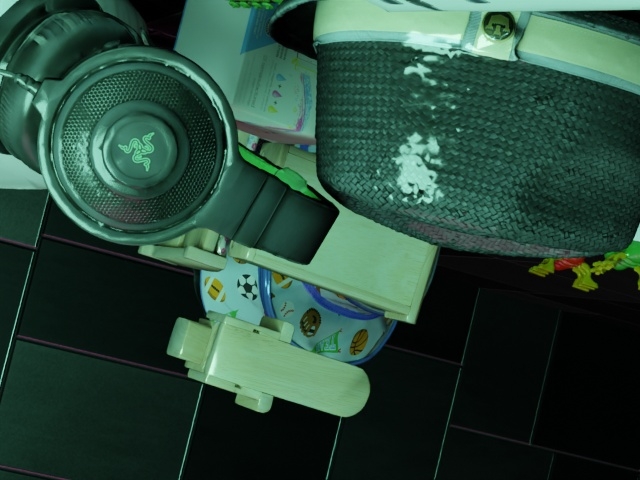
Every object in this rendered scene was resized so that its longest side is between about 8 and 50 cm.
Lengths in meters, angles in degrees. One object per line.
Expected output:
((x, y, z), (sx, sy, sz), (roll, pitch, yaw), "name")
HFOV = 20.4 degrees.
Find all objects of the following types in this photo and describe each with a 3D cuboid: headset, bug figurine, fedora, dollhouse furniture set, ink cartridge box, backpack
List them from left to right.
((-0.141, -0.112, 1.206), (0.394, 0.185, 0.243), (25, -174, -39), "headset")
((-0.050, 0.000, 1.659), (0.174, 0.303, 0.355), (20, 174, -24), "dollhouse furniture set")
((-0.036, -0.132, 1.408), (0.143, 0.092, 0.090), (17, 174, -42), "ink cartridge box")
((0.000, 0.000, 1.835), (0.276, 0.263, 0.213), (19, 173, -41), "backpack")
((0.117, -0.071, 1.244), (0.334, 0.152, 0.334), (12, 175, 1), "fedora")
((0.426, 0.045, 2.319), (0.279, 0.072, 0.216), (20, 168, -15), "bug figurine")

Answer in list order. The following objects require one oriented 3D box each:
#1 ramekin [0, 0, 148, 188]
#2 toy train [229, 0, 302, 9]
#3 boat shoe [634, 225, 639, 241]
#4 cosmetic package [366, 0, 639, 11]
((-0.262, -0.136, 1.497), (0.273, 0.127, 0.273), (1, 167, 0), "ramekin")
((-0.043, -0.181, 1.305), (0.083, 0.017, 0.024), (9, 164, 44), "toy train")
((0.216, -0.065, 1.443), (0.301, 0.102, 0.108), (13, -156, 36), "boat shoe")
((0.086, -0.159, 0.922), (0.099, 0.060, 0.239), (16, 175, -39), "cosmetic package")
